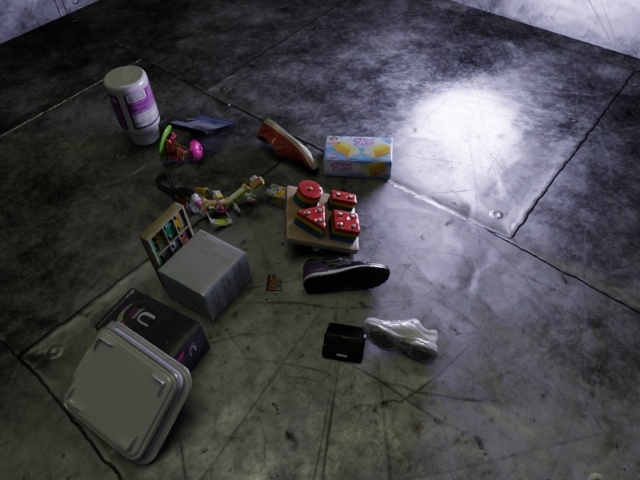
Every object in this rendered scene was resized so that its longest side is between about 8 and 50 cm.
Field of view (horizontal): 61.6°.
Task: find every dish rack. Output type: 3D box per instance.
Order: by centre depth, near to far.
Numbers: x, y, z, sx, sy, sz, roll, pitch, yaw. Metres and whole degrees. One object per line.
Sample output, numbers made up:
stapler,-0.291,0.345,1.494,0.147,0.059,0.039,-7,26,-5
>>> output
dish rack,-0.532,0.403,1.432,0.333,0.072,0.285,27,90,22

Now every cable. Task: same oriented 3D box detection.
cable,-0.541,-0.171,2.062,0.287,0.072,0.139,19,69,34

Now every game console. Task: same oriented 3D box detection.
game console,0.074,0.307,1.620,0.122,0.071,0.107,7,80,10

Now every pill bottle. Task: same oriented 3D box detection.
pill bottle,-0.764,-0.549,2.220,0.170,0.301,0.169,-1,49,1

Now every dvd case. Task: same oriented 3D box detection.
dvd case,-0.493,-0.486,2.262,0.181,0.022,0.253,16,24,16

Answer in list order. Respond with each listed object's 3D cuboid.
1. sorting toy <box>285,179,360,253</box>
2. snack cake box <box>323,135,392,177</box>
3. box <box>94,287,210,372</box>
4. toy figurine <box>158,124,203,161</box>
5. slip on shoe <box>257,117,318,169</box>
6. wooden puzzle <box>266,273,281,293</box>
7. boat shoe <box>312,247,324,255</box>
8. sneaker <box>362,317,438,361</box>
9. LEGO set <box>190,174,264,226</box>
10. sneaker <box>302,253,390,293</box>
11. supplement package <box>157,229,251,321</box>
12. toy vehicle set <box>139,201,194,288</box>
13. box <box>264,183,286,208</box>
sorting toy,0.012,-0.096,1.867,0.256,0.089,0.257,10,46,-15
snack cake box,0.149,-0.332,2.122,0.265,0.089,0.152,3,50,5
box,-0.492,0.285,1.583,0.271,0.143,0.165,22,54,20
toy figurine,-0.556,-0.361,2.169,0.159,0.173,0.130,19,50,-6
slip on shoe,-0.133,-0.373,2.174,0.331,0.123,0.101,40,94,26
wooden puzzle,-0.154,0.144,1.777,0.050,0.006,0.083,-1,49,2
boat shoe,0.000,0.000,1.875,0.046,0.038,0.125,-21,36,21
sneaker,0.241,0.274,1.600,0.232,0.090,0.115,21,45,6
LEGO set,-0.324,-0.132,1.958,0.287,0.132,0.107,-19,59,-21
sneaker,0.082,0.086,1.755,0.284,0.107,0.124,-4,43,-1
supplement package,-0.366,0.110,1.723,0.194,0.149,0.203,25,55,23
toy vehicle set,-0.475,0.024,1.728,0.035,0.266,0.166,22,55,21
box,-0.121,-0.154,2.004,0.169,0.054,0.059,18,52,19
